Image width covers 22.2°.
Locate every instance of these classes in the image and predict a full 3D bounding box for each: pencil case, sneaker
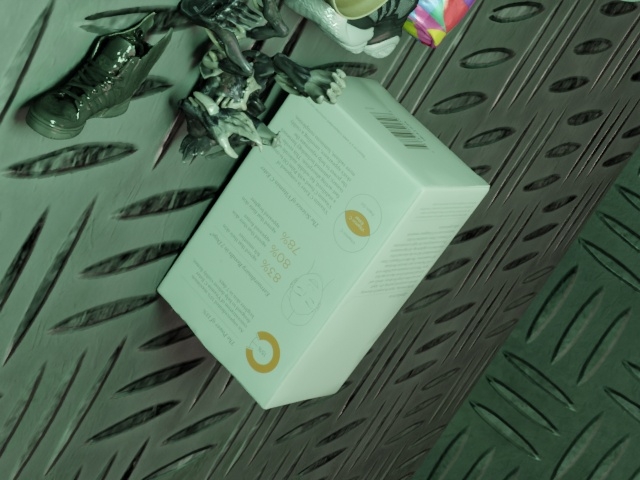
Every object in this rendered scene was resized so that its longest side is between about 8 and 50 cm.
[{"bbox_3d":[0.167,-0.343,1.962,0.236,0.104,0.104,-48,162,-2],"label":"pencil case"},{"bbox_3d":[-0.202,-0.153,1.499,0.170,0.051,0.089,-31,154,-58],"label":"sneaker"},{"bbox_3d":[0.055,-0.289,1.787,0.153,0.101,0.268,-55,168,10],"label":"sneaker"}]

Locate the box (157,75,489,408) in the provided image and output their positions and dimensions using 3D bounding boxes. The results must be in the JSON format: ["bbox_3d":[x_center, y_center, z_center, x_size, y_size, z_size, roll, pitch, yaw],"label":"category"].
[{"bbox_3d":[0.000,0.000,1.960,0.345,0.215,0.168,-54,155,22],"label":"box"}]

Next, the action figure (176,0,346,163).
[{"bbox_3d":[-0.070,-0.157,1.668,0.164,0.141,0.276,-44,158,-26],"label":"action figure"}]

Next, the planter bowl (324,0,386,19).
[{"bbox_3d":[0.026,-0.318,1.627,0.162,0.109,0.162,-44,157,-24],"label":"planter bowl"}]
